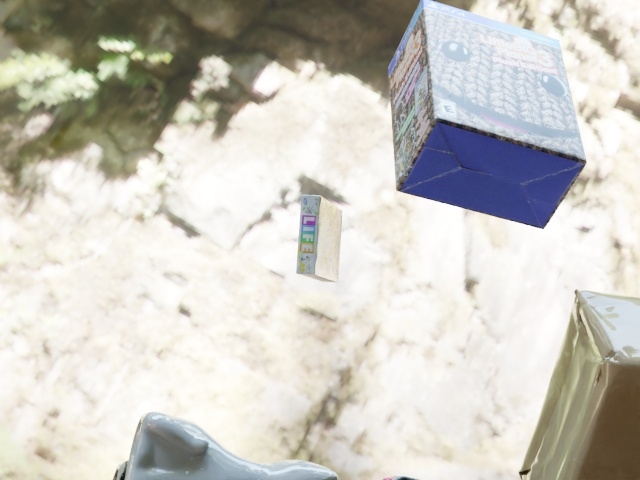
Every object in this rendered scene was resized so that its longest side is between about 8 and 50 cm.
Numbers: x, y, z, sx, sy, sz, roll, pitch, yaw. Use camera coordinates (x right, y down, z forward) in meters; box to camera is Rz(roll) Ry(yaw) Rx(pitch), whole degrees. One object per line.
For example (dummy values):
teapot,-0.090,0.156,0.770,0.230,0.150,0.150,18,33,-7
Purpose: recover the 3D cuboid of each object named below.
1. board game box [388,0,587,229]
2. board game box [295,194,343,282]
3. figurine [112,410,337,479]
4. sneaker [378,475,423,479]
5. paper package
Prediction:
board game box,0.234,-0.186,1.803,0.232,0.291,0.141,14,-47,-14
board game box,0.000,0.000,1.667,0.026,0.103,0.154,3,-5,12
figurine,-0.103,0.264,1.282,0.210,0.092,0.215,14,-35,-11
sneaker,0.139,0.391,1.448,0.295,0.124,0.178,51,-61,23
paper package,0.446,0.239,1.546,0.325,0.168,0.309,7,-61,-9
